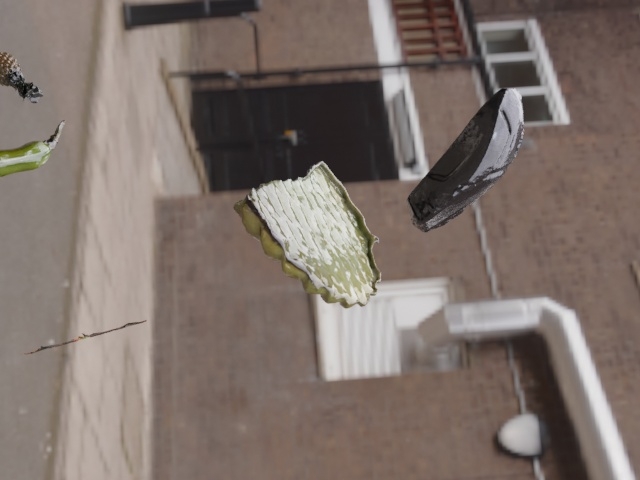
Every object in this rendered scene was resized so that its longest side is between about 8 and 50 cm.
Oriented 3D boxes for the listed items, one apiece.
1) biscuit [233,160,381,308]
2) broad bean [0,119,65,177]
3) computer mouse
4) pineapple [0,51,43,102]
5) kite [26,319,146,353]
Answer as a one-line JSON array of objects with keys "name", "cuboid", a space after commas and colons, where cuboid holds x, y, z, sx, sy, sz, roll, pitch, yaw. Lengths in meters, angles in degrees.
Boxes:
[{"name": "biscuit", "cuboid": [0.000, 0.000, 1.344, 0.187, 0.036, 0.273, 55, 23, 5]}, {"name": "broad bean", "cuboid": [-0.557, -0.126, 1.872, 0.075, 0.325, 0.067, 48, -44, 30]}, {"name": "computer mouse", "cuboid": [0.195, -0.095, 1.444, 0.217, 0.073, 0.122, -50, 167, 17]}, {"name": "pineapple", "cuboid": [-0.514, -0.276, 1.925, 0.124, 0.058, 0.058, 33, -36, 30]}, {"name": "kite", "cuboid": [-0.351, 0.142, 1.687, 0.159, 0.190, 0.010, 166, -92, -82]}]
